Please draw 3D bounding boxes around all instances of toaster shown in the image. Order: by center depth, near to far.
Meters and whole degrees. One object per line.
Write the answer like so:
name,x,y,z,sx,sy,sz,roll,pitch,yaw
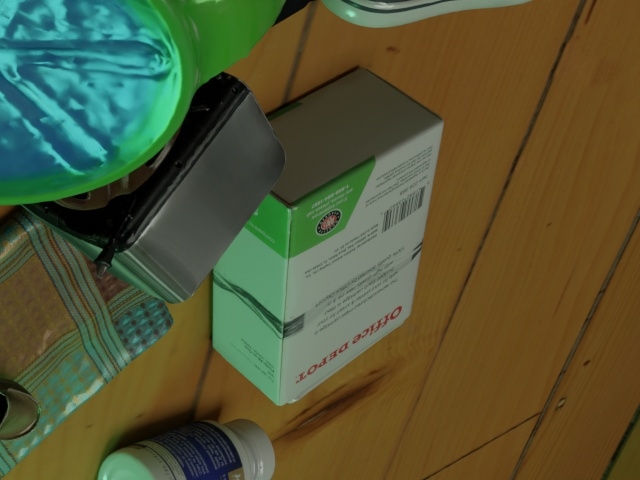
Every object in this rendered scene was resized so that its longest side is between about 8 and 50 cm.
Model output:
toaster,-0.142,-0.055,0.990,0.185,0.168,0.110,-55,143,-12

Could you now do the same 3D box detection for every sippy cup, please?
sippy cup,-0.186,-0.175,0.724,0.305,0.224,0.240,18,140,-29

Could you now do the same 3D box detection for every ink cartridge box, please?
ink cartridge box,0.000,0.000,1.326,0.211,0.121,0.289,-31,144,-33

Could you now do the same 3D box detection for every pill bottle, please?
pill bottle,-0.142,0.260,1.418,0.187,0.112,0.112,-14,133,-48

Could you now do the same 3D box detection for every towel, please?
towel,-0.297,0.123,1.125,0.370,0.040,0.271,-42,150,-18

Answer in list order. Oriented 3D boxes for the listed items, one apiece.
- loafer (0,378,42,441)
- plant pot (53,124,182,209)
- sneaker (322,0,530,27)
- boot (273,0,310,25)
loafer,-0.281,0.145,1.081,0.056,0.050,0.148,-55,151,0
plant pot,-0.192,-0.114,0.888,0.167,0.165,0.167,-35,146,-27
sneaker,0.145,-0.295,1.209,0.321,0.126,0.127,-24,146,-38
boot,-0.065,-0.247,0.931,0.207,0.094,0.246,-21,135,12
